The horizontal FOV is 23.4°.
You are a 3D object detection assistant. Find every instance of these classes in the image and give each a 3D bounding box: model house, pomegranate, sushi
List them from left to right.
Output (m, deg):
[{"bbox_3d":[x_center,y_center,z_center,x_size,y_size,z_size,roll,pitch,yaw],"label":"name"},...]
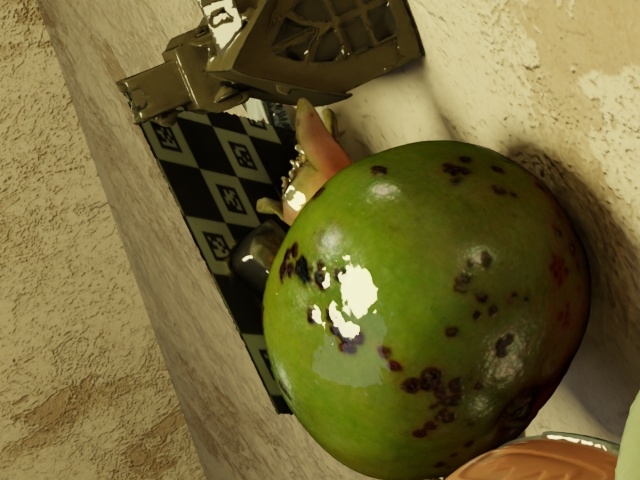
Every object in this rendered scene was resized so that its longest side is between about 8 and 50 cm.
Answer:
[{"bbox_3d":[-0.075,-0.194,1.392,0.204,0.243,0.211,66,164,-11],"label":"model house"},{"bbox_3d":[0.000,0.000,1.494,0.343,0.064,0.359,10,-133,-57],"label":"sushi"},{"bbox_3d":[0.056,0.033,1.249,0.323,0.291,0.291,42,161,5],"label":"pomegranate"}]

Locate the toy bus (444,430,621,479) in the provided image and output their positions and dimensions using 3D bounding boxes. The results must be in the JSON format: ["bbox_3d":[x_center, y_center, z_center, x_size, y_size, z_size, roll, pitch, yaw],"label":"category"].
[{"bbox_3d":[0.161,0.288,1.134,0.194,0.232,0.287,7,93,36],"label":"toy bus"}]

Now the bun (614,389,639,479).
[{"bbox_3d":[0.294,0.110,0.801,0.187,0.293,0.293,28,169,-12],"label":"bun"}]

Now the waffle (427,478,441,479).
[{"bbox_3d":[0.104,0.224,1.607,0.191,0.038,0.191,-4,-90,-82],"label":"waffle"}]

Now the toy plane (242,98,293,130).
[{"bbox_3d":[-0.053,-0.125,1.761,0.160,0.082,0.234,-127,31,-65],"label":"toy plane"}]

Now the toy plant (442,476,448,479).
[{"bbox_3d":[0.183,0.281,1.607,0.162,0.093,0.093,67,164,2],"label":"toy plant"}]
